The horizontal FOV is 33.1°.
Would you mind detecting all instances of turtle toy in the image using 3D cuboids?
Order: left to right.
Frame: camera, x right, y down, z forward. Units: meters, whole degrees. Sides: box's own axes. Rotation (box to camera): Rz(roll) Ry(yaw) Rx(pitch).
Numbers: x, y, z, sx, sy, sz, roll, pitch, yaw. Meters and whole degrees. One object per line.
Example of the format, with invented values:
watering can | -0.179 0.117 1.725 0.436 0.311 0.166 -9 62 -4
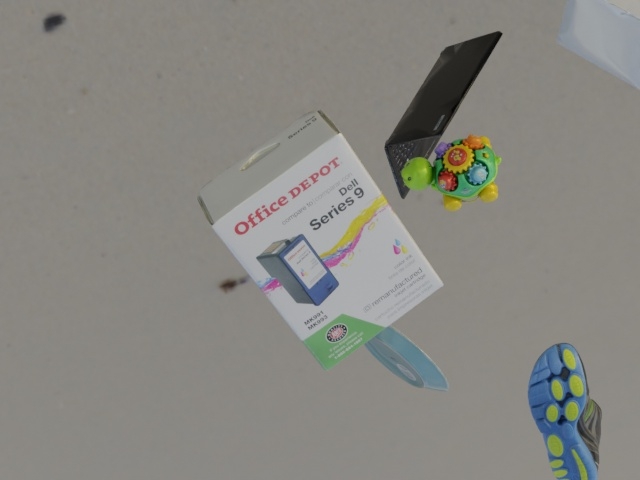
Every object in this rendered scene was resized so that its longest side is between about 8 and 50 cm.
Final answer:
turtle toy | 0.171 -0.092 1.404 0.130 0.095 0.066 -14 152 18

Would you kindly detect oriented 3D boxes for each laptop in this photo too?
laptop | 0.226 -0.215 1.897 0.234 0.136 0.264 -57 151 -20

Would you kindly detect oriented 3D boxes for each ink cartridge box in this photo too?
ink cartridge box | 0.000 0.000 1.082 0.154 0.093 0.212 -35 117 0

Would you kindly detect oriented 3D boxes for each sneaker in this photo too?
sneaker | 0.282 0.195 1.235 0.067 0.078 0.188 -5 118 24

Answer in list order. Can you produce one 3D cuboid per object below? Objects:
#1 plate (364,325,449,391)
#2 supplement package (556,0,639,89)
plate | 0.117 0.178 1.661 0.024 0.188 0.188 -49 159 -16
supplement package | 0.542 -0.427 1.752 0.293 0.177 0.175 -51 163 -16
